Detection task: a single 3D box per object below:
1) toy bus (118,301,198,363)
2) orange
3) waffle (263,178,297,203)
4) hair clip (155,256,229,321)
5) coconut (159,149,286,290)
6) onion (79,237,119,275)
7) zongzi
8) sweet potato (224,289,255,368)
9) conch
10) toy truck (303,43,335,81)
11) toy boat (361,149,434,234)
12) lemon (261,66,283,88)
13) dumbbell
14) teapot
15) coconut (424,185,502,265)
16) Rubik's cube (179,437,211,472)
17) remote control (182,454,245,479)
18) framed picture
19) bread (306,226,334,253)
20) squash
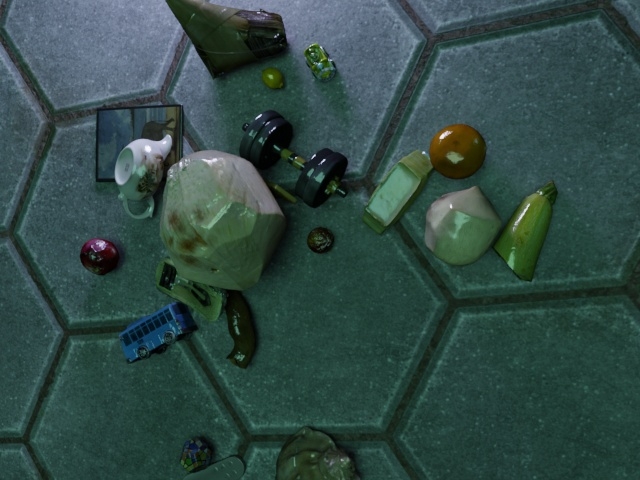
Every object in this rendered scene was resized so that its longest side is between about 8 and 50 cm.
[{"bbox_3d":[-0.545,0.306,1.735,0.234,0.116,0.133,-29,82,12],"label":"toy bus"},{"bbox_3d":[0.383,-0.246,1.462,0.156,0.124,0.156,-4,74,14],"label":"orange"},{"bbox_3d":[-0.127,-0.150,1.602,0.092,0.135,0.021,35,88,-26],"label":"waffle"},{"bbox_3d":[-0.405,0.154,1.693,0.321,0.091,0.138,25,107,34],"label":"hair clip"},{"bbox_3d":[-0.288,-0.046,1.525,0.344,0.415,0.415,-23,84,-17],"label":"coconut"},{"bbox_3d":[-0.755,0.056,1.790,0.131,0.131,0.131,0,91,16],"label":"onion"},{"bbox_3d":[-0.276,-0.661,1.552,0.289,0.317,0.154,-15,61,14],"label":"zongzi"},{"bbox_3d":[-0.271,0.271,1.671,0.112,0.085,0.286,-16,86,20],"label":"sweet potato"},{"bbox_3d":[-0.040,0.714,1.573,0.324,0.186,0.263,-38,63,12],"label":"conch"},{"bbox_3d":[-0.003,-0.541,1.590,0.076,0.077,0.111,-33,82,14],"label":"toy truck"},{"bbox_3d":[0.226,-0.145,1.528,0.111,0.084,0.276,42,102,14],"label":"toy boat"},{"bbox_3d":[-0.150,-0.509,1.641,0.083,0.062,0.062,39,101,-2],"label":"lemon"},{"bbox_3d":[-0.079,-0.243,1.560,0.388,0.185,0.185,36,100,12],"label":"dumbbell"},{"bbox_3d":[-0.587,-0.218,1.718,0.204,0.139,0.298,30,103,40],"label":"teapot"},{"bbox_3d":[0.385,-0.045,1.425,0.224,0.224,0.224,0,91,16],"label":"coconut"},{"bbox_3d":[-0.408,0.704,1.710,0.111,0.111,0.093,38,72,12],"label":"Rubik's cube"},{"bbox_3d":[-0.355,0.782,1.733,0.245,0.022,0.077,-27,82,14],"label":"remote control"},{"bbox_3d":[-0.629,-0.332,1.803,0.347,0.016,0.265,2,92,16],"label":"framed picture"},{"bbox_3d":[0.000,0.000,1.607,0.085,0.053,0.085,0,91,16],"label":"bread"},{"bbox_3d":[0.555,-0.043,1.423,0.137,0.137,0.287,19,90,15],"label":"squash"}]
